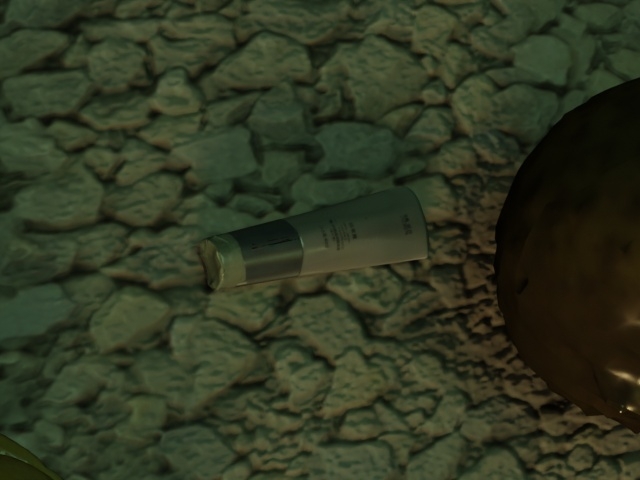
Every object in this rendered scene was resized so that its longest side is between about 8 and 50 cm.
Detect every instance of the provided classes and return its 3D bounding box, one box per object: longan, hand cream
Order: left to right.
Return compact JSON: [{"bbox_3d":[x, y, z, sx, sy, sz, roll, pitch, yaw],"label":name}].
[{"bbox_3d":[0.000,0.000,1.799,0.255,0.048,0.079,-11,84,-33],"label":"hand cream"},{"bbox_3d":[0.366,0.022,1.781,0.391,0.391,0.391,9,69,-25],"label":"longan"}]

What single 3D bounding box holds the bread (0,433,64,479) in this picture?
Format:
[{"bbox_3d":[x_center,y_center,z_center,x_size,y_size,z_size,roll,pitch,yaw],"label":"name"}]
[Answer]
[{"bbox_3d":[-0.323,0.269,1.379,0.300,0.341,0.210,-14,57,-28],"label":"bread"}]
